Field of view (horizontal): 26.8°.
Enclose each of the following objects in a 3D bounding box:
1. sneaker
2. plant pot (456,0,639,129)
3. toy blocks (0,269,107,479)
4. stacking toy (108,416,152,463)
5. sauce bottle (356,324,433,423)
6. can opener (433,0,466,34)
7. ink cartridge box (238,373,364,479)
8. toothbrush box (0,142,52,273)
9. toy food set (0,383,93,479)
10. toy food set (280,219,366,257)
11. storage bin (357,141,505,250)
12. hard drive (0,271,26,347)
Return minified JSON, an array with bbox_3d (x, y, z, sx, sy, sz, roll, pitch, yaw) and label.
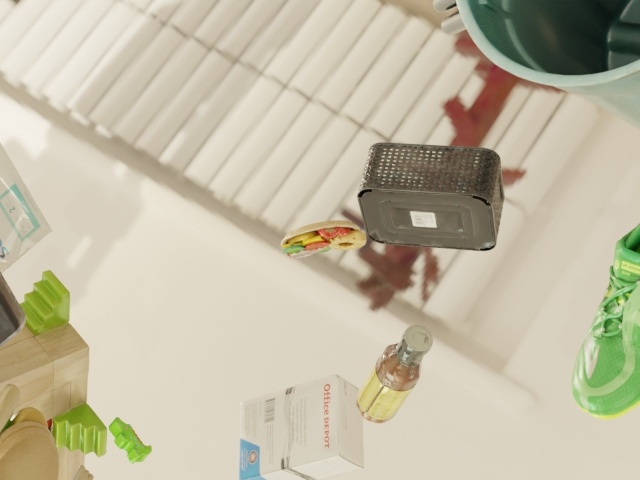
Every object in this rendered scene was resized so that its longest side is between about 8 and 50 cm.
[{"bbox_3d":[0.356,0.061,1.524,0.109,0.296,0.123,17,164,44],"label":"sneaker"},{"bbox_3d":[0.380,-0.281,1.544,0.341,0.341,0.334,21,178,38],"label":"plant pot"},{"bbox_3d":[-0.417,0.244,1.599,0.191,0.261,0.381,43,140,33],"label":"toy blocks"},{"bbox_3d":[-0.206,0.336,1.570,0.221,0.167,0.052,48,-151,12],"label":"stacking toy"},{"bbox_3d":[0.067,0.116,1.170,0.042,0.042,0.128,34,144,4],"label":"sauce bottle"},{"bbox_3d":[0.246,-0.353,1.921,0.074,0.093,0.280,70,161,-3],"label":"can opener"},{"bbox_3d":[-0.031,0.307,2.117,0.190,0.140,0.082,-18,144,27],"label":"ink cartridge box"},{"bbox_3d":[-0.520,-0.077,1.744,0.295,0.126,0.216,10,135,45],"label":"toothbrush box"},{"bbox_3d":[-0.285,0.218,1.226,0.038,0.132,0.192,15,150,26],"label":"toy food set"},{"bbox_3d":[0.000,0.000,1.332,0.082,0.020,0.083,-15,167,17],"label":"toy food set"},{"bbox_3d":[0.149,-0.058,1.794,0.180,0.084,0.122,4,144,15],"label":"storage bin"},{"bbox_3d":[-0.407,0.083,1.208,0.054,0.254,0.172,47,163,55],"label":"hard drive"}]
